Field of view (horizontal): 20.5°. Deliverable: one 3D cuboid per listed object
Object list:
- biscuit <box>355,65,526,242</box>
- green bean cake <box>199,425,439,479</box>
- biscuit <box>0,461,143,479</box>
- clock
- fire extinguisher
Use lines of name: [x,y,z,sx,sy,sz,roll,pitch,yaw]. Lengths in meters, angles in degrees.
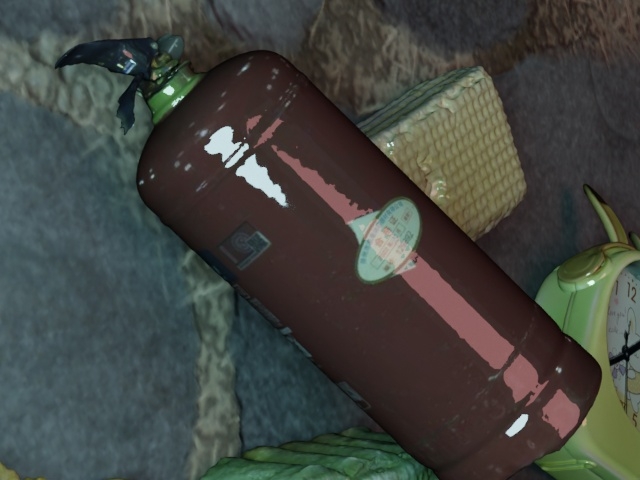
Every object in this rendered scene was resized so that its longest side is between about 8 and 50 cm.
biscuit: [0.054,-0.028,1.143,0.239,0.062,0.108,-35,111,-49]
green bean cake: [0.022,0.204,1.030,0.173,0.094,0.181,-3,86,-53]
biscuit: [-0.180,0.164,0.826,0.320,0.047,0.183,7,80,-52]
clock: [0.220,0.076,1.330,0.170,0.069,0.232,37,54,-41]
fire extinguisher: [0.000,0.000,0.977,0.337,0.114,0.135,44,22,-8]
